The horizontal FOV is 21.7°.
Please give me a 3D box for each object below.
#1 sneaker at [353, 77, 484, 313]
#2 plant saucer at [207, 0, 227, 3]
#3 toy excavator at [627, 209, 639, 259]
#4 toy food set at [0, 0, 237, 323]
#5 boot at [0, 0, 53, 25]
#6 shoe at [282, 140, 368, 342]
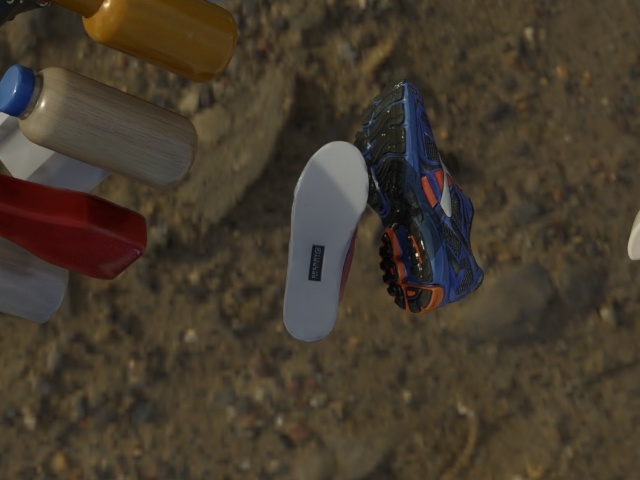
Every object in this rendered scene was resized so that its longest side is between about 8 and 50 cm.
[{"bbox_3d":[0.091,-0.040,1.515,0.087,0.221,0.083,1,165,-38],"label":"sneaker"},{"bbox_3d":[-0.148,-0.360,1.575,0.400,0.100,0.400,2,136,2],"label":"plant saucer"},{"bbox_3d":[0.573,0.186,2.105,0.445,0.222,0.433,14,114,9],"label":"toy excavator"},{"bbox_3d":[-0.149,-0.041,0.853,0.104,0.111,0.232,21,141,-32],"label":"toy food set"},{"bbox_3d":[-0.366,-0.246,1.849,0.085,0.236,0.179,33,100,22],"label":"boot"},{"bbox_3d":[0.000,0.000,1.473,0.063,0.081,0.178,10,91,-2],"label":"shoe"}]
